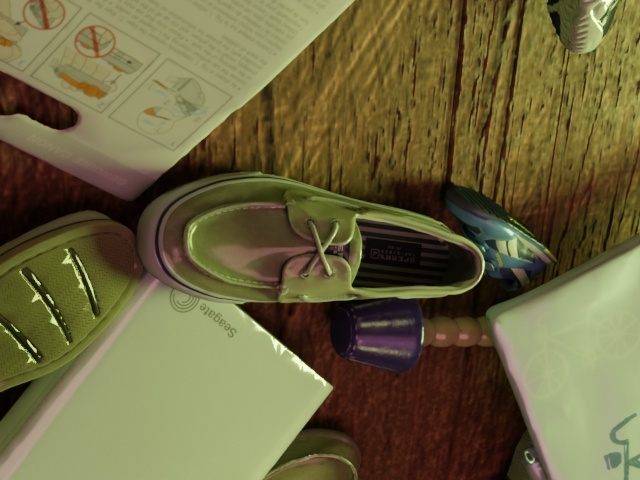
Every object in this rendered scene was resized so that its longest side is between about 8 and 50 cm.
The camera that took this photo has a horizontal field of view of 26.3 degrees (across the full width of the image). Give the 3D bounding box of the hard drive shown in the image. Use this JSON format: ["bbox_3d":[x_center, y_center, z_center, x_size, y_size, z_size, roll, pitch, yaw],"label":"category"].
[{"bbox_3d":[-0.172,0.202,1.167,0.353,0.047,0.233,-52,126,-7],"label":"hard drive"}]

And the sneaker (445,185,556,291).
[{"bbox_3d":[0.156,0.002,1.247,0.059,0.053,0.144,-46,127,12],"label":"sneaker"}]

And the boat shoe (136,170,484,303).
[{"bbox_3d":[0.000,0.000,1.129,0.302,0.094,0.109,1,92,-32],"label":"boat shoe"}]

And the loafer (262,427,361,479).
[{"bbox_3d":[-0.074,0.273,1.301,0.269,0.092,0.102,-28,130,-4],"label":"loafer"}]

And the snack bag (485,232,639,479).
[{"bbox_3d":[0.330,0.143,1.310,0.323,0.037,0.342,-27,107,-12],"label":"snack bag"}]

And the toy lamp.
[{"bbox_3d":[0.139,0.083,1.282,0.275,0.080,0.080,2,121,-28],"label":"toy lamp"}]

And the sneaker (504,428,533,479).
[{"bbox_3d":[0.278,0.301,1.475,0.182,0.127,0.315,14,117,-40],"label":"sneaker"}]

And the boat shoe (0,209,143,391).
[{"bbox_3d":[-0.280,0.071,1.063,0.302,0.103,0.113,-37,126,-19],"label":"boat shoe"}]

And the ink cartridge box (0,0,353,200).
[{"bbox_3d":[-0.134,-0.223,0.965,0.308,0.091,0.385,28,124,-36],"label":"ink cartridge box"}]

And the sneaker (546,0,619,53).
[{"bbox_3d":[0.271,-0.261,1.091,0.153,0.094,0.235,-2,113,-13],"label":"sneaker"}]
